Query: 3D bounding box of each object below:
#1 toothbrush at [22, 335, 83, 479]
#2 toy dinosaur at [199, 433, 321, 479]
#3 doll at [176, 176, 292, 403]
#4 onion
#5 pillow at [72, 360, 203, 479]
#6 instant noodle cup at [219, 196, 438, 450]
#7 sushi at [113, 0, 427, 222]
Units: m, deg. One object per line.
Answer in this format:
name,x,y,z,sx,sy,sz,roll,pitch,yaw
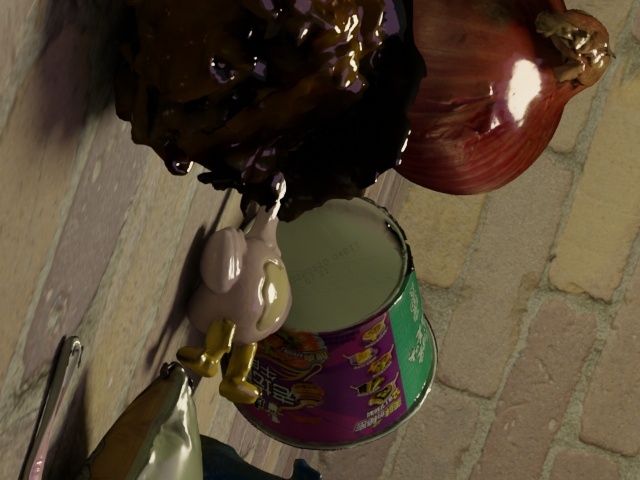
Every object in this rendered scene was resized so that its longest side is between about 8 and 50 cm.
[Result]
toothbrush,-0.207,0.166,1.193,0.017,0.022,0.204,-5,115,-65
toy dinosaur,-0.099,0.253,1.599,0.075,0.188,0.248,-54,166,-40
doll,-0.041,-0.026,1.595,0.365,0.094,0.160,-63,146,-14
onion,0.171,-0.238,2.000,0.353,0.353,0.354,20,90,-83
pillow,-0.179,0.294,1.351,0.312,0.119,0.310,98,10,-59
instant noodle cup,0.005,0.074,1.759,0.190,0.251,0.251,85,24,-52
sushi,-0.040,-0.137,1.041,0.213,0.204,0.200,-33,-136,30
